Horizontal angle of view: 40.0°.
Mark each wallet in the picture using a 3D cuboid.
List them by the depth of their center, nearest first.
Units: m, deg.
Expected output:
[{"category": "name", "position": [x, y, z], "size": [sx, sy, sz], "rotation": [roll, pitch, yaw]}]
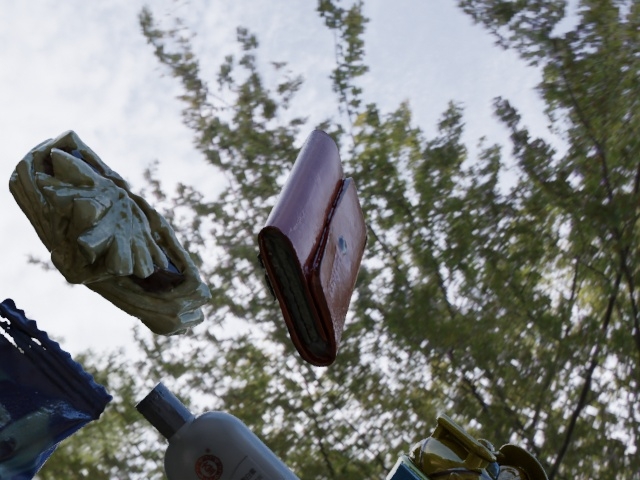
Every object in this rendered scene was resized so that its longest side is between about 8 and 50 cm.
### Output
[{"category": "wallet", "position": [0.000, 0.000, 0.806], "size": [0.045, 0.204, 0.142], "rotation": [-10, -63, 17]}]

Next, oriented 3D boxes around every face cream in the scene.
[{"category": "face cream", "position": [-0.146, 0.323, 1.265], "size": [0.144, 0.071, 0.291], "rotation": [-43, -91, 5]}]

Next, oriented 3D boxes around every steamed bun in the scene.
[{"category": "steamed bun", "position": [-0.358, -0.019, 1.456], "size": [0.428, 0.247, 0.189], "rotation": [49, -52, 5]}]

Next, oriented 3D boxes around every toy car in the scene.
[{"category": "toy car", "position": [0.203, 0.307, 1.048], "size": [0.142, 0.248, 0.200], "rotation": [-56, -147, -1]}]

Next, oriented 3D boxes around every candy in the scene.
[{"category": "candy", "position": [-0.370, 0.234, 0.888], "size": [0.187, 0.077, 0.331], "rotation": [35, -107, 19]}]
